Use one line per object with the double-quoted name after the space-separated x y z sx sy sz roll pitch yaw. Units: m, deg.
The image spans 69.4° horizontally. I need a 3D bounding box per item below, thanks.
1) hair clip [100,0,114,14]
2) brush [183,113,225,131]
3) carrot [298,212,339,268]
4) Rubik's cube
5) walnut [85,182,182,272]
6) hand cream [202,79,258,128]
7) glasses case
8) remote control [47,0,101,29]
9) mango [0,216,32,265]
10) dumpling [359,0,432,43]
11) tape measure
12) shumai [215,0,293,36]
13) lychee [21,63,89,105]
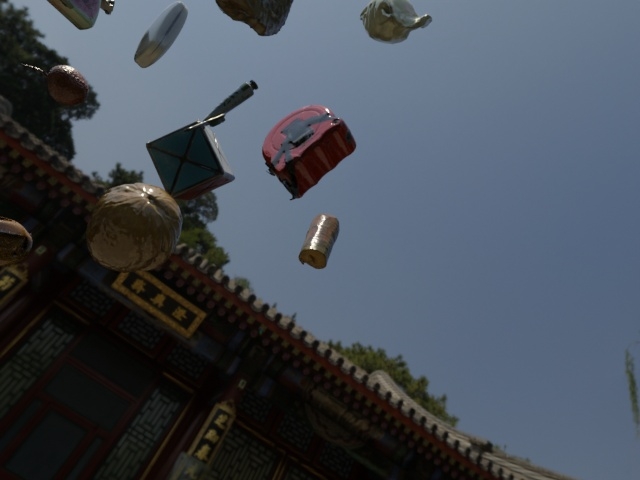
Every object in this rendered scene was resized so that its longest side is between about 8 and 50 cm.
-0.778 -0.819 1.538 0.172 0.049 0.116 20 -53 -28 "hair clip"
-0.383 -0.388 1.554 0.034 0.190 0.027 -13 -72 36 "brush"
0.000 0.000 1.650 0.114 0.302 0.114 5 -61 10 "carrot"
-0.546 -0.332 1.964 0.259 0.255 0.260 -26 -89 0 "Rubik's cube"
-0.628 -0.035 1.558 0.333 0.333 0.333 17 -41 15 "walnut"
-0.333 -0.496 1.690 0.055 0.256 0.088 48 -12 -10 "hand cream"
-0.318 -0.415 0.927 0.074 0.193 0.049 -21 -46 33 "glasses case"
-0.621 -0.628 1.009 0.050 0.145 0.344 -4 -19 17 "remote control"
-1.038 0.003 1.438 0.151 0.249 0.156 -8 -96 29 "mango"
0.165 -0.469 0.977 0.169 0.134 0.100 -167 -108 -69 "dumpling"
-0.049 -0.259 1.280 0.260 0.253 0.114 47 -5 47 "tape measure"
-0.116 -0.358 0.560 0.153 0.161 0.209 22 -9 21 "shumai"
-0.703 -0.433 1.264 0.140 0.101 0.114 43 -15 4 "lychee"
